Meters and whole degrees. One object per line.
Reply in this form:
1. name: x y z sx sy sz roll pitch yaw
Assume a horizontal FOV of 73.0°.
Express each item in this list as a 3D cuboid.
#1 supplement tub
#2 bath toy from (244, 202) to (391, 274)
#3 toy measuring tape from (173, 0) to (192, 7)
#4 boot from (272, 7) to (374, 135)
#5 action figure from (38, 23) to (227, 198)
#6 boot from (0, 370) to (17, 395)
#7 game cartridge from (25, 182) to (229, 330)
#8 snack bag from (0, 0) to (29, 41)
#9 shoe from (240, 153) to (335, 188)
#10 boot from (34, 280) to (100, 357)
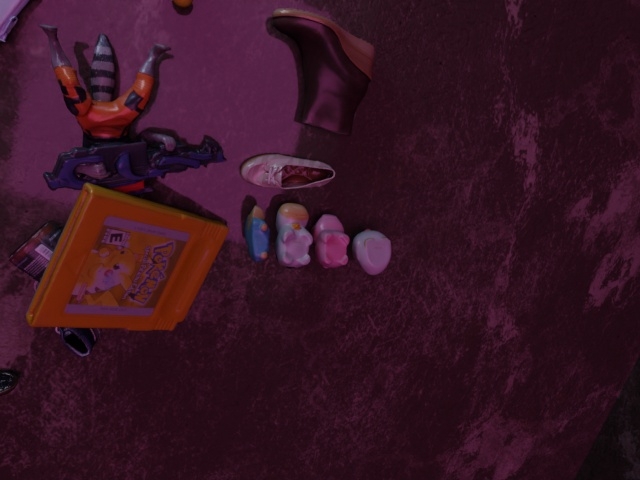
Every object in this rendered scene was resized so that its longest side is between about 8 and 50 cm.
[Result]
1. supplement tub: -0.523 0.063 0.901 0.106 0.106 0.198 -43 115 0
2. bath toy: 0.000 0.000 1.029 0.348 0.129 0.151 9 86 -20
3. toy measuring tape: -0.305 -0.582 0.748 0.121 0.121 0.330 -24 113 -8
4. boot: -0.007 -0.353 0.925 0.249 0.090 0.206 14 101 -24
5. action figure: -0.369 -0.219 0.857 0.341 0.179 0.330 -10 120 -40
6. boot: -0.781 0.354 0.950 0.219 0.082 0.106 -7 131 -19
7. game cartridge: -0.373 0.057 0.891 0.324 0.053 0.285 18 104 -51
8. snack bag: -0.593 -0.564 0.708 0.342 0.037 0.323 40 94 -24
9. shoe: -0.071 -0.157 0.989 0.219 0.058 0.076 -2 108 -16
10. boot: -0.549 0.162 0.935 0.069 0.086 0.190 -32 114 -5
